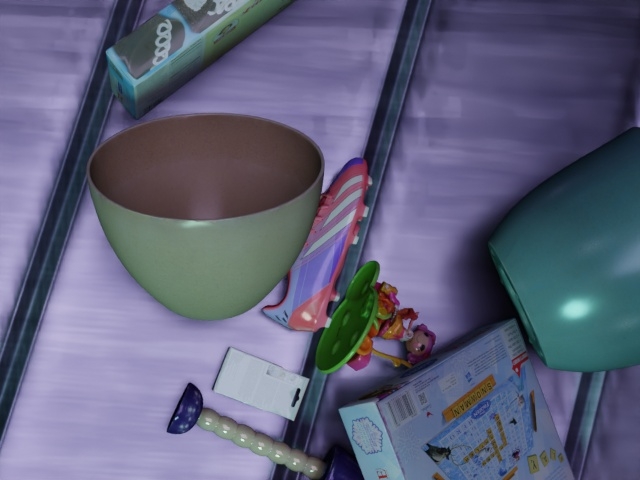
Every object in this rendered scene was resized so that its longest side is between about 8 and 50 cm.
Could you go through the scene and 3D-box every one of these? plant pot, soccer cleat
[{"bbox_3d":[-0.137,-0.014,1.298,0.284,0.284,0.191,-5,121,-10],"label":"plant pot"},{"bbox_3d":[0.359,0.036,1.351,0.235,0.293,0.293,-26,88,4],"label":"plant pot"},{"bbox_3d":[0.000,0.000,1.394,0.095,0.083,0.248,17,84,-2],"label":"soccer cleat"}]

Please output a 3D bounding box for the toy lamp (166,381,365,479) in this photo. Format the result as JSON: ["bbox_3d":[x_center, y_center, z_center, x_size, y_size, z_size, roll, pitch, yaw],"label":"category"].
[{"bbox_3d":[-0.059,0.270,1.354,0.274,0.080,0.080,25,81,-7],"label":"toy lamp"}]

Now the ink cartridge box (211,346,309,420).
[{"bbox_3d":[-0.079,0.190,1.384,0.115,0.029,0.063,22,81,-7],"label":"ink cartridge box"}]

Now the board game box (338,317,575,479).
[{"bbox_3d":[0.195,0.296,1.306,0.318,0.065,0.318,-20,90,-46],"label":"board game box"}]

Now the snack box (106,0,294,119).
[{"bbox_3d":[-0.129,-0.291,1.346,0.322,0.187,0.060,-39,91,-11],"label":"snack box"}]

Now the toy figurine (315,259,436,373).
[{"bbox_3d":[0.100,0.137,1.395,0.159,0.130,0.173,33,55,-18],"label":"toy figurine"}]
